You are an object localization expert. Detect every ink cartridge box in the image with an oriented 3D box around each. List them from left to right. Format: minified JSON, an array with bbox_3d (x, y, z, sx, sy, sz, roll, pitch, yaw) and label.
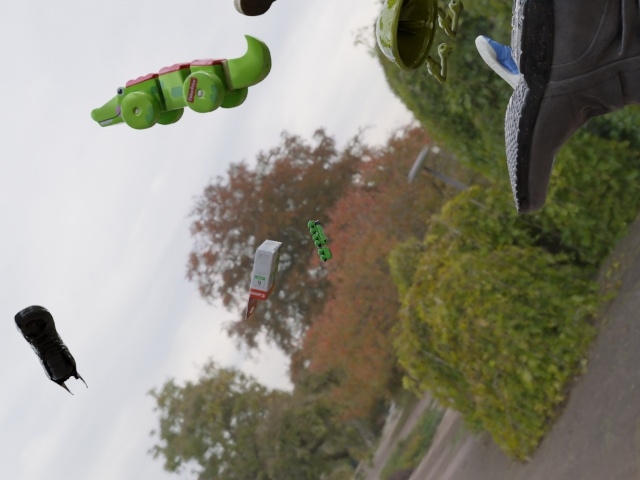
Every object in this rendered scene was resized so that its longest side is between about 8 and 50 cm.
[{"bbox_3d":[-0.085,0.062,1.211,0.063,0.029,0.115,-54,-26,-73],"label":"ink cartridge box"}]

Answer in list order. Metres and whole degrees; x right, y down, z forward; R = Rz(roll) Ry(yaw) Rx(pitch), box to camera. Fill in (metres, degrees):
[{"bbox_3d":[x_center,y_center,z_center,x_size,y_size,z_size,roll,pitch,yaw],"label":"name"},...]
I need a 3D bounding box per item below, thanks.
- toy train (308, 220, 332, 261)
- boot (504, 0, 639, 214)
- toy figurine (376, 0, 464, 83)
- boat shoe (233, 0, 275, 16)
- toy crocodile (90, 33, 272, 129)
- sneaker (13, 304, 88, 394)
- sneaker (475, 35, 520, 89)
[{"bbox_3d":[0.000,0.000,1.447,0.024,0.083,0.017,-19,-17,-3],"label":"toy train"},{"bbox_3d":[0.362,-0.177,1.039,0.118,0.223,0.338,-85,-8,-51],"label":"boot"},{"bbox_3d":[0.090,-0.419,1.139,0.191,0.217,0.362,8,-86,-63],"label":"toy figurine"},{"bbox_3d":[-0.101,-0.383,1.244,0.135,0.045,0.050,-49,-45,-49],"label":"boat shoe"},{"bbox_3d":[-0.236,-0.254,1.335,0.115,0.341,0.105,-32,-71,-63],"label":"toy crocodile"},{"bbox_3d":[-0.395,0.164,1.176,0.051,0.089,0.170,-31,-24,-18],"label":"sneaker"},{"bbox_3d":[0.376,-0.357,1.538,0.084,0.152,0.058,-41,-16,1],"label":"sneaker"}]
